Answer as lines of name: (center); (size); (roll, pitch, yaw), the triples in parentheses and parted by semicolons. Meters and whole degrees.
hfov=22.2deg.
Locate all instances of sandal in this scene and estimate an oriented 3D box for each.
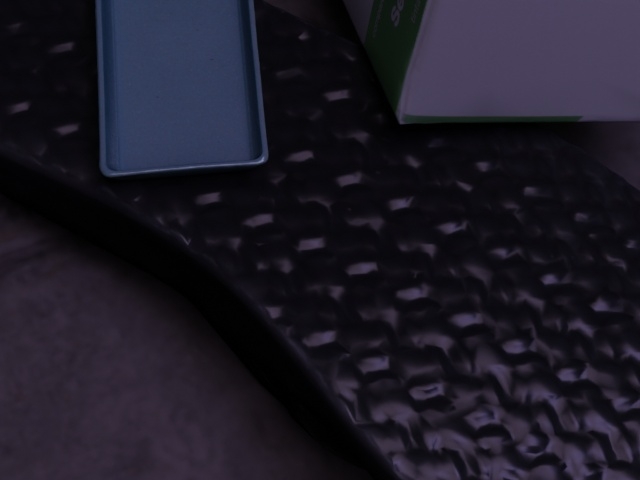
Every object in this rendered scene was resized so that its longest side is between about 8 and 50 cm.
sandal: (0.000, -0.002, 0.710); (0.446, 0.107, 0.167); (35, 67, 17)

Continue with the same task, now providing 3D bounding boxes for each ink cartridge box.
ink cartridge box: (0.083, -0.150, 0.719); (0.154, 0.093, 0.212); (-2, 41, -18)

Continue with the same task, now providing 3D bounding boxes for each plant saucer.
plant saucer: (-0.062, -0.108, 0.695); (0.067, 0.018, 0.192); (-5, 62, -2)
